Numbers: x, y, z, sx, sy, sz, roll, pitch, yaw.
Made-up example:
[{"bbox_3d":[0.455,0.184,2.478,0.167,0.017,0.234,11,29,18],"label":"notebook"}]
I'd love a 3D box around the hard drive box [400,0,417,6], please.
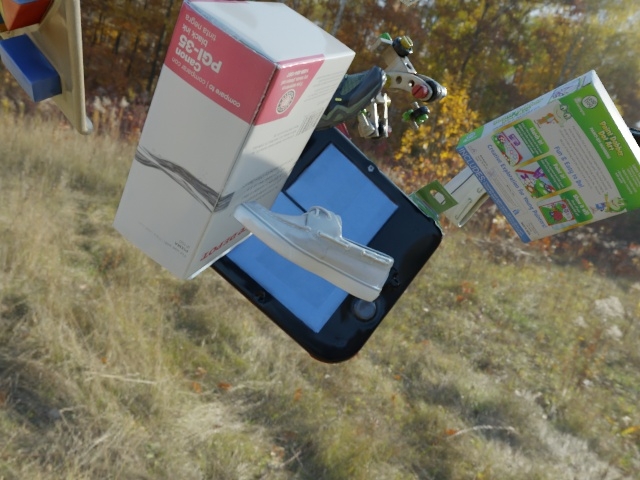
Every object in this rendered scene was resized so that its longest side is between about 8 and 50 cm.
[{"bbox_3d":[0.211,-0.598,1.071,0.181,0.089,0.232,-19,0,30],"label":"hard drive box"}]

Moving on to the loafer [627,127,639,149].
[{"bbox_3d":[0.801,-0.266,1.345,0.078,0.080,0.220,-32,46,-27],"label":"loafer"}]

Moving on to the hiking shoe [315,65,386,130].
[{"bbox_3d":[-0.015,-0.227,0.787,0.227,0.114,0.086,-20,26,17],"label":"hiking shoe"}]

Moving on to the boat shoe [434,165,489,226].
[{"bbox_3d":[0.454,-0.151,1.306,0.136,0.367,0.156,-13,65,-46],"label":"boat shoe"}]

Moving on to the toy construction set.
[{"bbox_3d":[0.151,-0.417,1.399,0.309,0.237,0.257,-22,-7,-22],"label":"toy construction set"}]

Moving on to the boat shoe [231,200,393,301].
[{"bbox_3d":[0.000,0.000,0.521,0.184,0.063,0.066,31,2,-21],"label":"boat shoe"}]

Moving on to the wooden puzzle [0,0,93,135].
[{"bbox_3d":[-0.477,-0.357,0.779,0.322,0.081,0.348,49,-28,7],"label":"wooden puzzle"}]

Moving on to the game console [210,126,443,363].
[{"bbox_3d":[-0.008,-0.018,0.900,0.386,0.342,0.060,43,-14,-7],"label":"game console"}]

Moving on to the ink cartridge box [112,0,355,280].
[{"bbox_3d":[-0.103,-0.118,0.605,0.117,0.283,0.207,36,32,6],"label":"ink cartridge box"}]

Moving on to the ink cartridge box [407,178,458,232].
[{"bbox_3d":[0.199,-0.036,1.141,0.109,0.209,0.062,37,33,-39],"label":"ink cartridge box"}]

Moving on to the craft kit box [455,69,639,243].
[{"bbox_3d":[0.414,-0.131,0.911,0.247,0.061,0.250,-21,-63,46],"label":"craft kit box"}]
